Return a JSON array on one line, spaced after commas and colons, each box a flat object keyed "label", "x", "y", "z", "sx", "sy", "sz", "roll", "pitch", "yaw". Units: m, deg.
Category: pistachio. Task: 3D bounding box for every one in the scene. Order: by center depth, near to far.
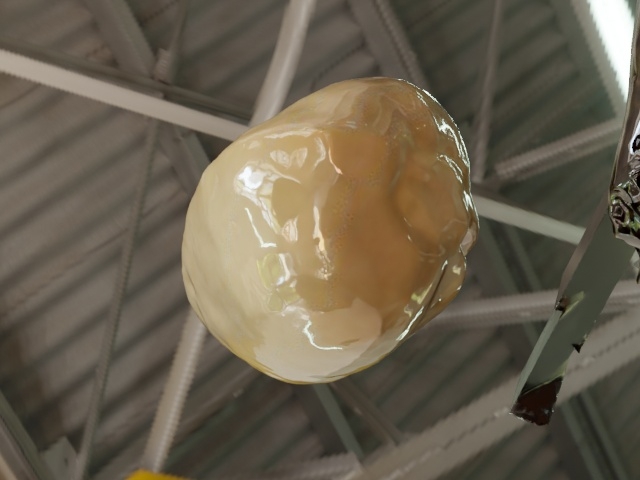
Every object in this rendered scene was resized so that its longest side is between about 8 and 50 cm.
[{"label": "pistachio", "x": 0.000, "y": 0.000, "z": 0.892, "sx": 0.187, "sy": 0.299, "sz": 0.188, "roll": 7, "pitch": -114, "yaw": -17}]

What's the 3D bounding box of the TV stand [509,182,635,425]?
[{"label": "TV stand", "x": 0.200, "y": 0.042, "z": 0.977, "sx": 0.040, "sy": 0.049, "sz": 0.256, "roll": 22, "pitch": -48, "yaw": 4}]

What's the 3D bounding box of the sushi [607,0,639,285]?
[{"label": "sushi", "x": 0.281, "y": -0.060, "z": 0.624, "sx": 0.348, "sy": 0.207, "sz": 0.235, "roll": -28, "pitch": -56, "yaw": -47}]
